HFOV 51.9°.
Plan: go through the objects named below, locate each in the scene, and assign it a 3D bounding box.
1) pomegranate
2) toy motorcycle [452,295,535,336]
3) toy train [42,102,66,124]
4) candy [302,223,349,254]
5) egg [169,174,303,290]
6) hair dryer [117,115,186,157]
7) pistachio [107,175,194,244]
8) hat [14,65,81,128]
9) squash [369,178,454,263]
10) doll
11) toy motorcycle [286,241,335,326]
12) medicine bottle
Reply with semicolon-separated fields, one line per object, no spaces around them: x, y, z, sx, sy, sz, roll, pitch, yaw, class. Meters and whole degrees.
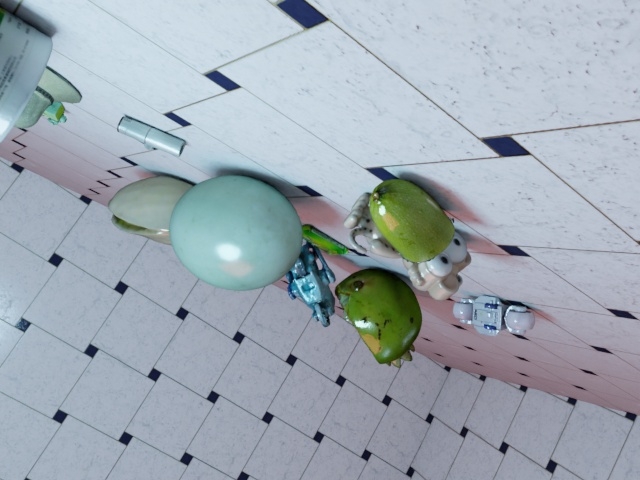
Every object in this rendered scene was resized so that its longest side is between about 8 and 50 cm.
0.207;0.235;2.017;0.358;0.216;0.310;51;180;-32;pomegranate
0.478;0.204;1.797;0.112;0.112;0.254;31;165;-35;toy motorcycle
-0.701;-0.335;1.657;0.122;0.050;0.081;25;164;-7;toy train
0.000;0.001;1.899;0.178;0.032;0.102;31;166;-36;candy
-0.207;-0.019;1.584;0.389;0.276;0.276;15;166;44;egg
-0.394;-0.233;1.584;0.155;0.044;0.183;24;174;-1;hair dryer
-0.474;-0.086;1.945;0.332;0.226;0.207;11;129;18;pistachio
-0.680;-0.324;1.462;0.257;0.130;0.257;22;168;5;hat
0.152;-0.047;1.189;0.123;0.123;0.187;12;161;43;squash
0.177;0.012;1.339;0.278;0.154;0.119;27;140;-10;doll
-0.024;0.133;2.028;0.206;0.154;0.260;-46;-68;-82;toy motorcycle
-0.625;-0.314;1.138;0.232;0.237;0.238;28;168;-34;medicine bottle
